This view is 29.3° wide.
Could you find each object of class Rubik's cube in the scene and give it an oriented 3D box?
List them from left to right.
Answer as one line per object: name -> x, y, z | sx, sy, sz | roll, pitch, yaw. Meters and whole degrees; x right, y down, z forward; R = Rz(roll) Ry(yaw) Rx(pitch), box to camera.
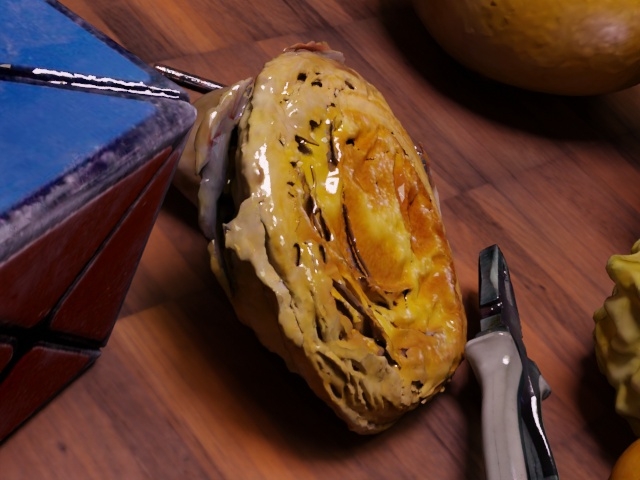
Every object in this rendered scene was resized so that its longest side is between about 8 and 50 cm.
Rubik's cube -> -0.265, -0.015, 0.731 | 0.260, 0.255, 0.259 | 38, 40, 10

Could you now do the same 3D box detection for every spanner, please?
spanner -> 0.147, 0.126, 0.931 | 0.096, 0.040, 0.325 | 49, 28, -38

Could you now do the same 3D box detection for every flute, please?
flute -> -0.030, -0.119, 1.148 | 0.269, 0.014, 0.014 | 18, 41, -10

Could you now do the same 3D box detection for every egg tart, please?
egg tart -> 0.000, 0.000, 0.925 | 0.297, 0.132, 0.297 | 24, 59, -49

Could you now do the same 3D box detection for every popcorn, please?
popcorn -> 0.329, 0.070, 0.979 | 0.235, 0.216, 0.181 | 51, 16, -21

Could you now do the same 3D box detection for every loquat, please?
loquat -> 0.254, -0.315, 1.248 | 0.328, 0.360, 0.328 | 18, 25, -9

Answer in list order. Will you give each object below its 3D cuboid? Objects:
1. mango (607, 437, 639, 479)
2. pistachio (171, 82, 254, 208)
mango -> 0.321, 0.222, 0.861 | 0.254, 0.139, 0.175 | 26, 10, -5
pistachio -> -0.052, -0.078, 1.030 | 0.185, 0.126, 0.108 | -16, 98, -42
